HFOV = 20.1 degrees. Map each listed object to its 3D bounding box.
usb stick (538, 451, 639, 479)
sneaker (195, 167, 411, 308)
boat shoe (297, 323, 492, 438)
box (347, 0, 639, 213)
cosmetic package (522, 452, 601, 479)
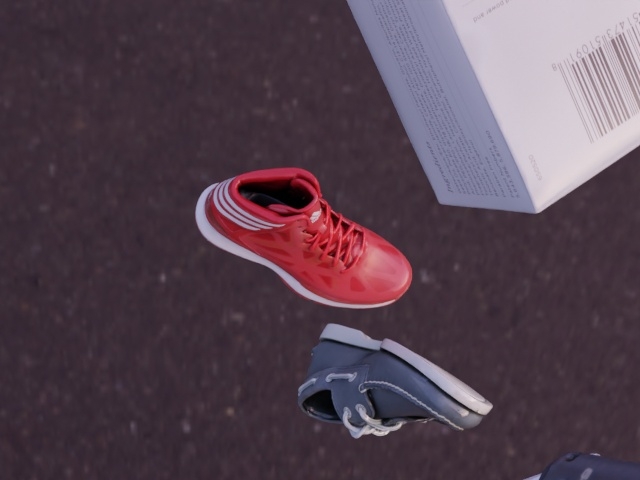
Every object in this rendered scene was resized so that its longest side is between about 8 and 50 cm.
[{"bbox_3d":[0.223,0.176,1.090,0.045,0.278,0.077,33,74,-28],"label":"usb stick"},{"bbox_3d":[0.000,0.000,1.677,0.221,0.128,0.087,18,75,-16],"label":"sneaker"},{"bbox_3d":[0.065,0.157,1.778,0.116,0.319,0.099,35,82,-21],"label":"boat shoe"},{"bbox_3d":[0.132,-0.138,1.109,0.181,0.182,0.119,-33,18,-21],"label":"box"},{"bbox_3d":[0.208,0.367,1.454,0.230,0.453,0.161,-23,51,13],"label":"cosmetic package"}]
